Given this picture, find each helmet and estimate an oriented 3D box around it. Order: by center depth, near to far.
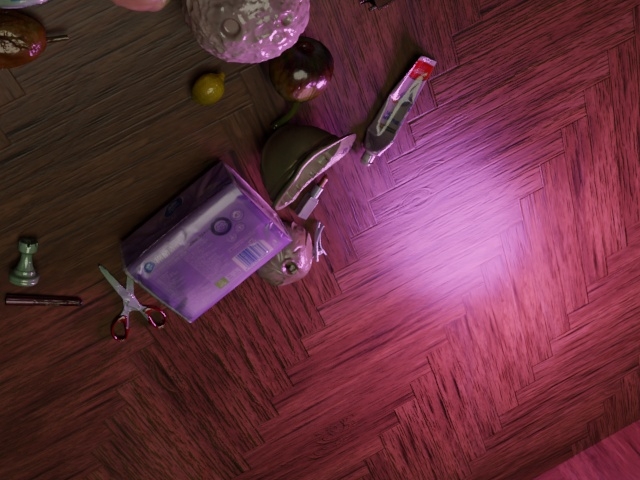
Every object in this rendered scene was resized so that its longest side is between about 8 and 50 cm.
[{"bbox_3d":[-0.055,-0.205,1.833,0.257,0.137,0.204,-42,173,-12],"label":"helmet"}]

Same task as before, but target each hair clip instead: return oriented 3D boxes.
[{"bbox_3d":[-0.001,-0.001,2.072,0.039,0.030,0.115,-22,134,-33],"label":"hair clip"}]

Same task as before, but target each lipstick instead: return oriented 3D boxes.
[{"bbox_3d":[-0.661,0.145,1.879,0.176,0.027,0.027,4,121,-27],"label":"lipstick"},{"bbox_3d":[-0.017,-0.114,1.980,0.030,0.030,0.129,22,112,-34],"label":"lipstick"}]

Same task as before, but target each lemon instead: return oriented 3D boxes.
[{"bbox_3d":[-0.242,-0.332,1.703,0.092,0.065,0.065,-40,130,4],"label":"lemon"}]

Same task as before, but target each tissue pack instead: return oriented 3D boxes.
[{"bbox_3d":[-0.277,0.006,1.866,0.338,0.160,0.242,-38,129,6],"label":"tissue pack"}]

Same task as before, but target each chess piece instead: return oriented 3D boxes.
[{"bbox_3d":[-0.670,0.047,1.785,0.067,0.067,0.103,5,111,-27],"label":"chess piece"}]

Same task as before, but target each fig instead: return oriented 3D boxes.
[{"bbox_3d":[-0.057,-0.336,1.756,0.149,0.149,0.245,-5,143,-21],"label":"fig"}]

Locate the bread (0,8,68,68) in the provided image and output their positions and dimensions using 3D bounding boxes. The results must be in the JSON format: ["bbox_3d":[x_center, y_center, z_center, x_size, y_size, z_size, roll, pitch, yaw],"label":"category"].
[{"bbox_3d":[-0.653,-0.369,1.480,0.344,0.084,0.124,-10,127,-18],"label":"bread"}]

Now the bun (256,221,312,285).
[{"bbox_3d":[-0.089,0.042,2.004,0.166,0.113,0.173,-32,132,-1],"label":"bun"}]

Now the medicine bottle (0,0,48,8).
[{"bbox_3d":[-0.550,-0.512,1.393,0.135,0.135,0.168,-14,126,-15],"label":"medicine bottle"}]

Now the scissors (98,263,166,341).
[{"bbox_3d":[-0.481,0.144,1.967,0.144,0.017,0.248,-19,127,-12],"label":"scissors"}]

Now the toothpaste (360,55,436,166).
[{"bbox_3d":[0.184,-0.315,1.921,0.075,0.048,0.301,20,111,-29],"label":"toothpaste"}]

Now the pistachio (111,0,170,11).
[{"bbox_3d":[-0.371,-0.544,1.397,0.214,0.193,0.318,-34,143,-1],"label":"pistachio"}]

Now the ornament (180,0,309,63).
[{"bbox_3d":[-0.147,-0.465,1.530,0.259,0.259,0.225,-14,129,-15],"label":"ornament"}]

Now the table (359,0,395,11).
[{"bbox_3d":[0.122,-0.553,1.704,0.082,0.070,0.083,-31,131,-2],"label":"table"}]
